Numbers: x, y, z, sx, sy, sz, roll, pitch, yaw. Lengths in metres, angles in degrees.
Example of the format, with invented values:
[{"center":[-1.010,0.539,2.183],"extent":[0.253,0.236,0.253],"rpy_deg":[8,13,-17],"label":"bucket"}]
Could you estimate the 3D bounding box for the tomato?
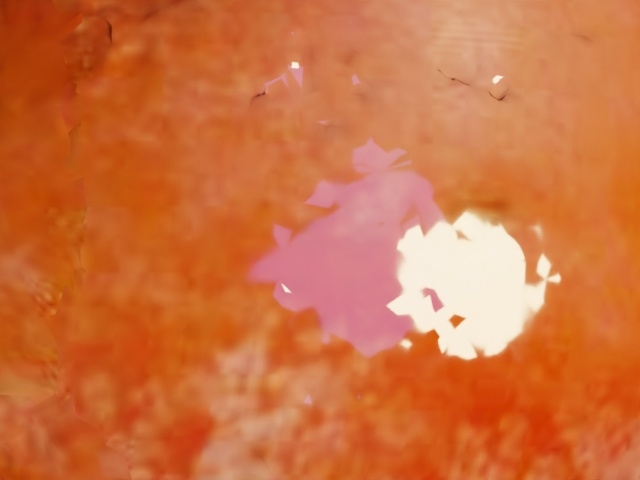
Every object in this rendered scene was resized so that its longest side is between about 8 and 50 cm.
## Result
[{"center":[0.000,0.000,0.415],"extent":[0.208,0.208,0.185],"rpy_deg":[-10,101,-8],"label":"tomato"}]
